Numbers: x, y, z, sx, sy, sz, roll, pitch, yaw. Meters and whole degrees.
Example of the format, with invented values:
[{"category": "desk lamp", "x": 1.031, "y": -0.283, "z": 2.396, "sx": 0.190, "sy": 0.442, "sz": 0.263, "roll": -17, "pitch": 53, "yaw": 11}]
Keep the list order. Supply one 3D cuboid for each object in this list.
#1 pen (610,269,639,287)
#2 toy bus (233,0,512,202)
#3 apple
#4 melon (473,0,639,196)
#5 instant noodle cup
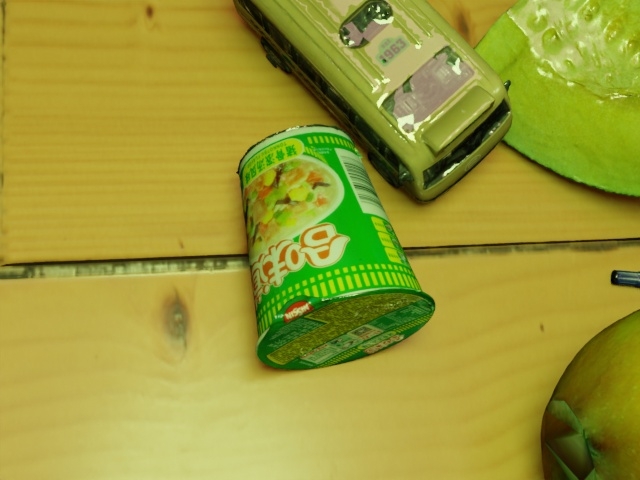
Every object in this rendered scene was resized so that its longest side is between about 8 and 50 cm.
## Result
[{"category": "pen", "x": 0.471, "y": 0.056, "z": 1.206, "sx": 0.204, "sy": 0.025, "sz": 0.025, "roll": 6, "pitch": 69, "yaw": -7}, {"category": "toy bus", "x": 0.059, "y": -0.225, "z": 1.129, "sx": 0.177, "sy": 0.202, "sz": 0.365, "roll": -43, "pitch": 82, "yaw": -2}, {"category": "apple", "x": 0.415, "y": 0.237, "z": 0.948, "sx": 0.374, "sy": 0.374, "sz": 0.384, "roll": -8, "pitch": 55, "yaw": -12}, {"category": "melon", "x": 0.382, "y": -0.203, "z": 1.168, "sx": 0.331, "sy": 0.226, "sz": 0.343, "roll": -38, "pitch": 79, "yaw": -7}, {"category": "instant noodle cup", "x": 0.000, "y": 0.000, "z": 1.065, "sx": 0.207, "sy": 0.207, "sz": 0.233, "roll": -9, "pitch": 65, "yaw": -13}]
